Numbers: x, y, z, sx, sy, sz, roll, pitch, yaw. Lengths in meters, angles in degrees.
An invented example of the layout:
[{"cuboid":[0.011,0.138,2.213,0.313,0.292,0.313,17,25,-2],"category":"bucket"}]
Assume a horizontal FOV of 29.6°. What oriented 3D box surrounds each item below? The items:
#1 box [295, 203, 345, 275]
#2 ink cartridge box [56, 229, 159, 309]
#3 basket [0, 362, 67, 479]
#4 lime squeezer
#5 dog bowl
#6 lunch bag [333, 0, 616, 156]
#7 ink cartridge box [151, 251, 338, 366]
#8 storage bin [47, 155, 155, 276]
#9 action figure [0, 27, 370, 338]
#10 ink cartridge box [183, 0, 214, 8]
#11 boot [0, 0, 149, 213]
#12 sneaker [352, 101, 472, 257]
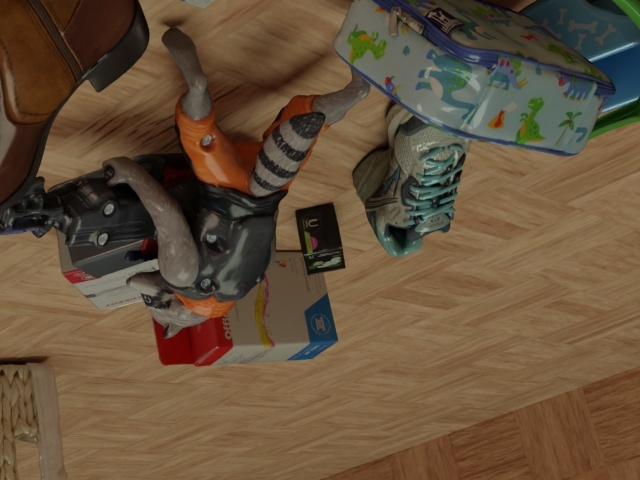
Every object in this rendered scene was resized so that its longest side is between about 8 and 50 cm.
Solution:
[{"cuboid":[0.000,0.000,1.526,0.052,0.062,0.083,-11,160,-1],"category":"box"},{"cuboid":[-0.237,0.024,1.442,0.109,0.063,0.150,-14,160,2],"category":"ink cartridge box"},{"cuboid":[-0.564,0.375,1.800,0.266,0.328,0.331,8,152,-40],"category":"basket"},{"cuboid":[0.298,-0.156,1.124,0.110,0.058,0.310,18,163,10],"category":"lime squeezer"},{"cuboid":[0.323,-0.201,1.175,0.297,0.074,0.166,-19,159,15],"category":"dog bowl"},{"cuboid":[0.131,-0.155,1.046,0.219,0.176,0.090,6,118,-38],"category":"lunch bag"},{"cuboid":[-0.103,0.089,1.595,0.231,0.134,0.078,0,157,-33],"category":"ink cartridge box"},{"cuboid":[-0.216,-0.023,1.292,0.135,0.091,0.098,-19,159,13],"category":"storage bin"},{"cuboid":[-0.121,-0.035,1.135,0.341,0.178,0.330,-14,140,-37],"category":"action figure"},{"cuboid":[-0.083,-0.218,0.943,0.083,0.028,0.048,-29,155,35],"category":"ink cartridge box"},{"cuboid":[-0.250,-0.136,0.840,0.264,0.096,0.280,-40,161,-4],"category":"boot"},{"cuboid":[0.122,-0.070,1.328,0.110,0.122,0.283,-8,159,-15],"category":"sneaker"}]
